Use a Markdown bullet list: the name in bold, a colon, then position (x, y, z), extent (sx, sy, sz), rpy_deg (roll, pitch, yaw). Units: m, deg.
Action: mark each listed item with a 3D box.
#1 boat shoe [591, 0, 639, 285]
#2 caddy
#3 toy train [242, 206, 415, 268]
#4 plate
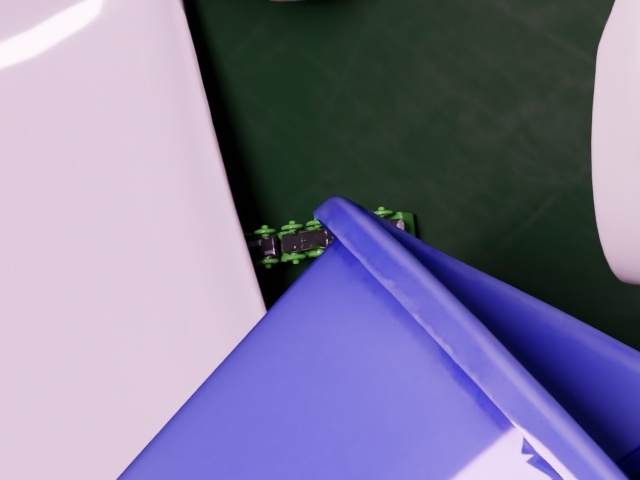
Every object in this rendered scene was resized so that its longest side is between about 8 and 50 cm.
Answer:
- **boat shoe**: position (0.143, -0.127, 0.588), extent (0.091, 0.114, 0.302), rpy_deg (7, 114, 31)
- **caddy**: position (0.090, 0.135, 0.573), extent (0.179, 0.241, 0.341), rpy_deg (-43, 73, 1)
- **toy train**: position (0.000, 0.000, 0.742), extent (0.083, 0.024, 0.017), rpy_deg (-9, 84, 33)
- **plate**: position (-0.160, 0.032, 0.761), extent (0.278, 0.045, 0.277), rpy_deg (-18, 73, 5)
